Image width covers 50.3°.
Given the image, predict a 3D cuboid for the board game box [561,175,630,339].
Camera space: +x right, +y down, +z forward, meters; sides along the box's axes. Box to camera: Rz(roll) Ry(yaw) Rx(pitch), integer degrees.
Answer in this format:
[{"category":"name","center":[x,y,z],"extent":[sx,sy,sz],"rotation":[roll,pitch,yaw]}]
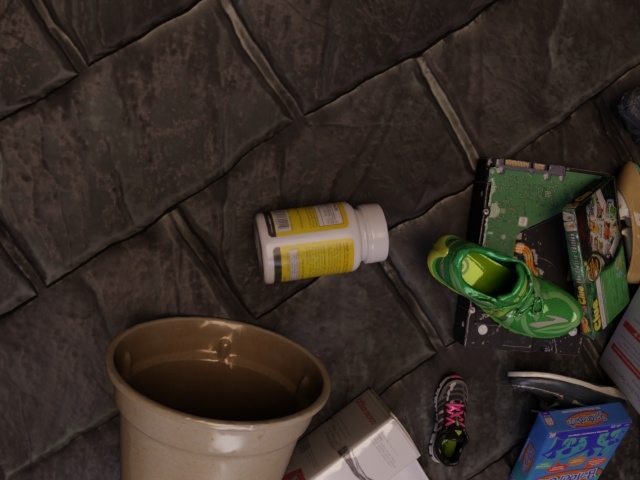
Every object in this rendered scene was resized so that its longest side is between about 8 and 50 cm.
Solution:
[{"category":"board game box","center":[0.489,0.031,1.199],"extent":[0.136,0.030,0.260],"rotation":[-33,117,-33]}]

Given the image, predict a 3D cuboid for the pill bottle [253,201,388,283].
[{"category":"pill bottle","center":[0.000,0.000,1.129],"extent":[0.208,0.119,0.119],"rotation":[-8,97,-10]}]

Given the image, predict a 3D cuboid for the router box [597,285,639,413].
[{"category":"router box","center":[0.632,0.180,1.124],"extent":[0.082,0.335,0.301],"rotation":[14,112,-12]}]

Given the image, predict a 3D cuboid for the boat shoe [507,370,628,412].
[{"category":"boat shoe","center":[0.457,0.293,1.265],"extent":[0.254,0.095,0.079],"rotation":[16,82,-21]}]

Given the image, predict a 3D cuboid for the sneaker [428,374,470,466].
[{"category":"sneaker","center":[0.240,0.331,1.233],"extent":[0.063,0.075,0.170],"rotation":[10,94,-12]}]

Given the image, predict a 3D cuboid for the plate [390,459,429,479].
[{"category":"plate","center":[0.100,0.537,1.244],"extent":[0.278,0.045,0.277],"rotation":[-34,100,-5]}]

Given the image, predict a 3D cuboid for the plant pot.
[{"category":"plant pot","center":[-0.175,0.324,1.050],"extent":[0.333,0.334,0.306],"rotation":[8,105,-12]}]

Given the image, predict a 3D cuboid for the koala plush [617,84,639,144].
[{"category":"koala plush","center":[0.665,-0.262,1.198],"extent":[0.203,0.196,0.221],"rotation":[36,92,-3]}]

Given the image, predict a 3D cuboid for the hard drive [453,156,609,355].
[{"category":"hard drive","center":[0.379,0.031,1.234],"extent":[0.236,0.064,0.339],"rotation":[5,96,-12]}]

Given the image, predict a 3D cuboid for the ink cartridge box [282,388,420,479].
[{"category":"ink cartridge box","center":[0.041,0.367,1.155],"extent":[0.218,0.158,0.092],"rotation":[-38,101,-5]}]

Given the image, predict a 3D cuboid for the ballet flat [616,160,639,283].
[{"category":"ballet flat","center":[0.565,-0.028,1.258],"extent":[0.073,0.080,0.232],"rotation":[-13,98,2]}]

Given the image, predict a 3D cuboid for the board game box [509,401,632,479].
[{"category":"board game box","center":[0.449,0.383,1.239],"extent":[0.160,0.047,0.210],"rotation":[-5,132,-10]}]

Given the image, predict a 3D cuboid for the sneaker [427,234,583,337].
[{"category":"sneaker","center":[0.315,0.089,1.133],"extent":[0.295,0.123,0.109],"rotation":[25,91,-13]}]
